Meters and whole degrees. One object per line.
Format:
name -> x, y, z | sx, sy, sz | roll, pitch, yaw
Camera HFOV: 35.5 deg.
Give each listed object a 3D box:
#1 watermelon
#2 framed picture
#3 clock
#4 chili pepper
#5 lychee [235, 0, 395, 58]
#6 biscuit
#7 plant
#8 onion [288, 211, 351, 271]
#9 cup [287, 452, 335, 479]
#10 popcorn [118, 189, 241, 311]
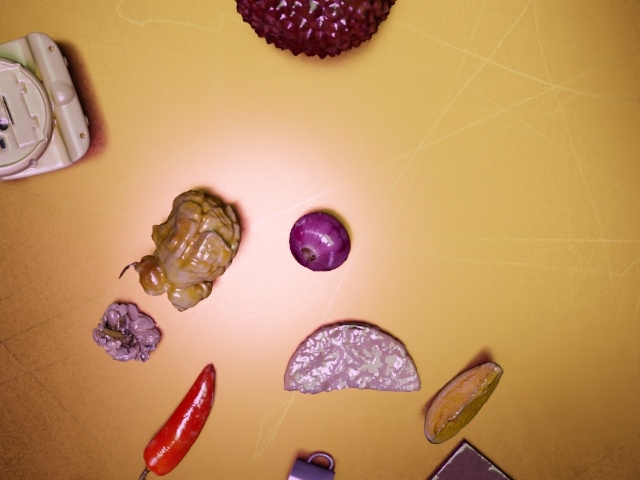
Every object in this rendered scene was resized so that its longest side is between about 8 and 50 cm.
watermelon -> 0.261, 0.296, 1.784 | 0.075, 0.092, 0.181 | 43, 88, -17
framed picture -> 0.258, 0.468, 1.834 | 0.128, 0.023, 0.168 | 40, 96, -2
clock -> -0.565, -0.207, 1.707 | 0.308, 0.096, 0.235 | -21, 98, -14
chili pepper -> -0.259, 0.350, 1.820 | 0.071, 0.063, 0.272 | 33, 94, -14
lychee -> -0.002, -0.440, 1.600 | 0.306, 0.330, 0.306 | -9, 123, -15
biscuit -> 0.057, 0.213, 1.806 | 0.250, 0.032, 0.133 | -1, 97, 2
plant -> -0.349, 0.165, 1.774 | 0.116, 0.122, 0.104 | 19, 85, 7
onion -> 0.000, 0.000, 1.759 | 0.115, 0.104, 0.115 | 18, 138, 17
cup -> -0.018, 0.432, 1.819 | 0.077, 0.078, 0.100 | 23, 63, 3
popcorn -> -0.233, 0.011, 1.740 | 0.195, 0.173, 0.168 | -47, 54, 31
